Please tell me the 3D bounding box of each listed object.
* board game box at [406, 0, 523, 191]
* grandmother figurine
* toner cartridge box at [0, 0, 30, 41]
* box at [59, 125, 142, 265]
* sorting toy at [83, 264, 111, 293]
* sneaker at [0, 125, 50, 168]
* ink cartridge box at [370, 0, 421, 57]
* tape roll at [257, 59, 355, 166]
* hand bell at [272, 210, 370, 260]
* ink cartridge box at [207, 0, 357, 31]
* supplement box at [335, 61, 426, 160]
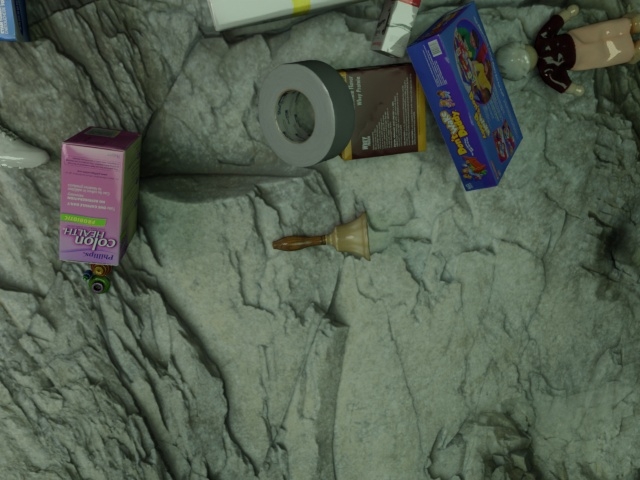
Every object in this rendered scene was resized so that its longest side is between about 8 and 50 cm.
[{"bbox_3d":[0.334,-0.319,1.167,0.078,0.233,0.347,-9,120,42],"label":"board game box"},{"bbox_3d":[0.582,-0.441,1.236,0.342,0.104,0.207,-9,84,-3],"label":"grandmother figurine"},{"bbox_3d":[-0.668,-0.563,0.985,0.165,0.075,0.347,0,110,-8],"label":"toner cartridge box"},{"bbox_3d":[-0.464,-0.102,1.115,0.117,0.213,0.243,6,110,-12],"label":"box"},{"bbox_3d":[-0.542,0.090,1.265,0.061,0.042,0.102,9,108,-13],"label":"sorting toy"},{"bbox_3d":[-0.699,-0.213,1.108,0.235,0.090,0.094,11,98,-15],"label":"sneaker"},{"bbox_3d":[0.164,-0.476,1.144,0.056,0.099,0.135,12,107,-14],"label":"ink cartridge box"},{"bbox_3d":[-0.034,-0.272,1.128,0.072,0.219,0.219,-29,120,-44],"label":"tape roll"},{"bbox_3d":[0.000,0.000,1.309,0.242,0.126,0.126,-5,111,6],"label":"hand bell"},{"bbox_3d":[-0.035,-0.519,1.001,0.385,0.279,0.160,-13,113,-4],"label":"ink cartridge box"},{"bbox_3d":[0.125,-0.296,1.188,0.194,0.129,0.191,-8,111,-7],"label":"supplement box"}]
